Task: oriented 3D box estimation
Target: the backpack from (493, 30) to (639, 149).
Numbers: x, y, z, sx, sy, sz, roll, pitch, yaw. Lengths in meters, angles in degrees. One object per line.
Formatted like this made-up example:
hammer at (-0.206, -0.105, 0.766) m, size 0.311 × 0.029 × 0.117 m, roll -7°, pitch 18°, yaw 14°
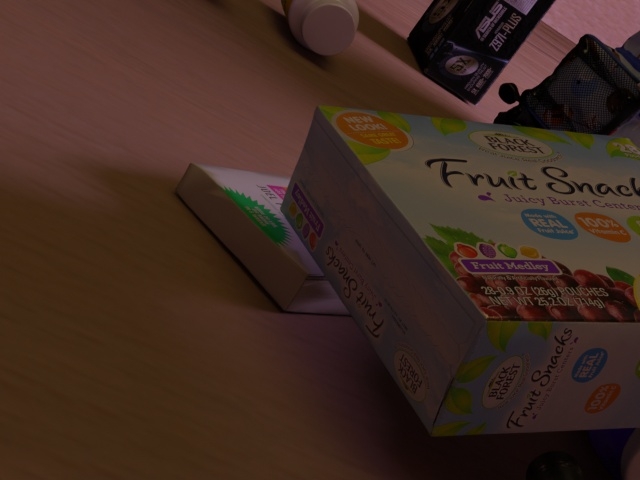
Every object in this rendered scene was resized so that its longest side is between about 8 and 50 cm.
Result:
backpack at (0.352, -0.070, 1.203) m, size 0.277 × 0.213 × 0.263 m, roll 21°, pitch 34°, yaw -46°

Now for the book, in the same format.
book at (0.000, 0.000, 0.658) m, size 0.096 × 0.035 × 0.144 m, roll 45°, pitch 23°, yaw 28°

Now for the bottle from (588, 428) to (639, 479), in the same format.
bottle at (0.203, 0.079, 0.721) m, size 0.118 × 0.092 × 0.283 m, roll 34°, pitch 18°, yaw -1°

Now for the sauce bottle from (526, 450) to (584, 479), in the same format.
sauce bottle at (0.112, 0.135, 0.507) m, size 0.042 × 0.042 × 0.128 m, roll 32°, pitch 19°, yaw -13°

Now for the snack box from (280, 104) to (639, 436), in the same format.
snack box at (0.109, 0.011, 0.589) m, size 0.207 × 0.070 × 0.174 m, roll 4°, pitch 32°, yaw -29°

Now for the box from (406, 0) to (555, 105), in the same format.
box at (0.190, -0.267, 1.401) m, size 0.078 × 0.180 × 0.147 m, roll 31°, pitch 19°, yaw -17°

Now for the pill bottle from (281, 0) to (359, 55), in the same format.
pill bottle at (0.000, -0.209, 1.105) m, size 0.065 × 0.065 × 0.116 m, roll 29°, pitch 20°, yaw -21°
